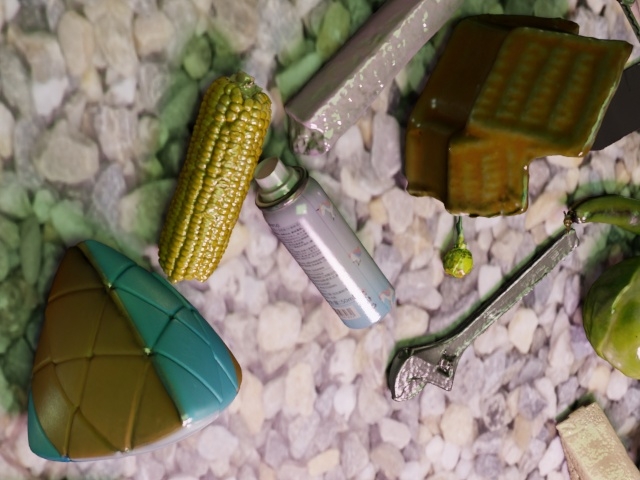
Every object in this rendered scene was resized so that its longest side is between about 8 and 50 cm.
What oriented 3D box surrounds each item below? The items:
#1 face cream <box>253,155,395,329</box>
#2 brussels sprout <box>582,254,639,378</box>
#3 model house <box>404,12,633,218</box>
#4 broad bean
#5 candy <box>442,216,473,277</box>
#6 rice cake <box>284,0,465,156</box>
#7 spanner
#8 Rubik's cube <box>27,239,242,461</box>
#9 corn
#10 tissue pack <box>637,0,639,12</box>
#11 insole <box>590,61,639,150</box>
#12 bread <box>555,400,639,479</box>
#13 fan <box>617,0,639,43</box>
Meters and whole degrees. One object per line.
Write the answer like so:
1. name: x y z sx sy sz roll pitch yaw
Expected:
1. face cream: 0.000 0.000 1.252 0.075 0.075 0.229 -41 121 -8
2. brussels sprout: 0.424 0.112 1.470 0.145 0.131 0.183 -36 121 -36
3. model house: 0.234 -0.135 1.223 0.173 0.239 0.268 20 97 -31
4. broad bean: 0.408 -0.022 1.463 0.226 0.039 0.069 9 97 -27
5. candy: 0.171 -0.015 1.360 0.035 0.035 0.123 -6 101 -35
6. rice cake: 0.090 -0.236 1.219 0.365 0.072 0.056 -46 123 -3
7. spanner: 0.211 0.095 1.418 0.325 0.026 0.093 -42 119 -9
8. Rubik's cube: -0.152 0.142 1.148 0.254 0.254 0.255 -9 111 -23
9. corn: -0.112 -0.065 1.173 0.080 0.080 0.238 11 102 -29
10. tissue pack: 0.586 -0.363 1.209 0.331 0.405 0.205 -31 114 -18
11. insole: 0.468 -0.212 1.443 0.348 0.009 0.119 -26 115 -16
12. bread: 0.384 0.309 1.576 0.077 0.105 0.152 -28 86 -14
13. fan: 0.291 -0.317 1.185 0.012 0.294 0.223 -29 135 29
